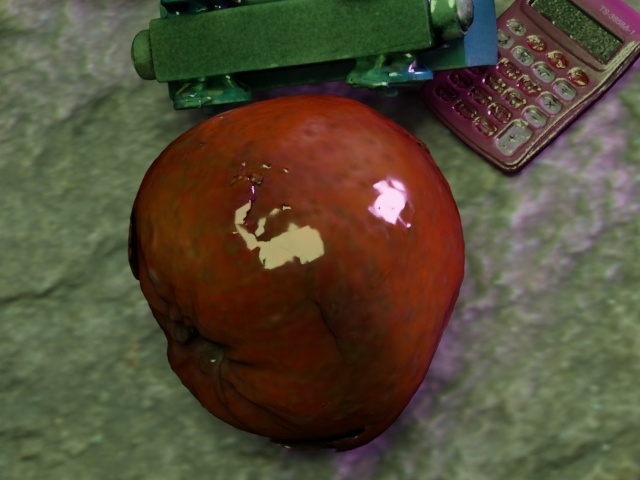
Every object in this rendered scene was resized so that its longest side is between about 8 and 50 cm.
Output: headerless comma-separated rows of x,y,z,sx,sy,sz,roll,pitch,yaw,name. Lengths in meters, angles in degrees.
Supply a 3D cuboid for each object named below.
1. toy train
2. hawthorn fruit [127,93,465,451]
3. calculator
-0.003,-0.175,1.426,0.298,0.194,0.120,-4,95,21,toy train
0.000,0.000,1.320,0.276,0.276,0.307,27,51,20,hawthorn fruit
0.190,-0.152,1.475,0.190,0.034,0.126,-43,66,-6,calculator
